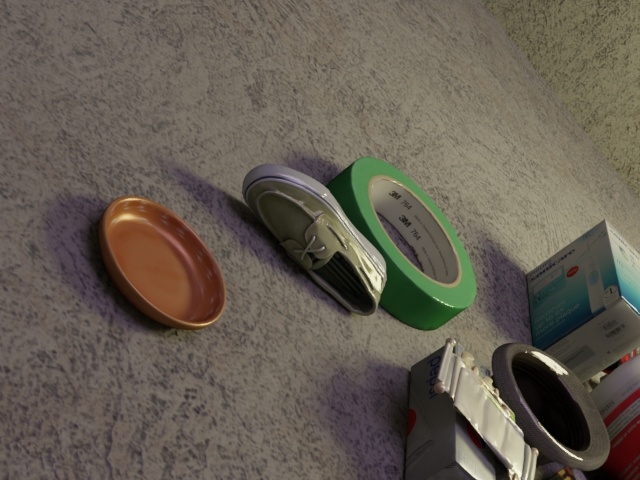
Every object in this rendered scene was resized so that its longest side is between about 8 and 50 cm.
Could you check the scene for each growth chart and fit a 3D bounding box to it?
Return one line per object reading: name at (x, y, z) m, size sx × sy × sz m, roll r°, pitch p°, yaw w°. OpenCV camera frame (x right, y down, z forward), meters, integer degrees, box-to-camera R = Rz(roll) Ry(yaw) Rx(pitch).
growth chart at (0.246, 0.258, 1.690) m, size 0.237 × 0.021 × 0.172 m, roll 52°, pitch 24°, yaw -2°

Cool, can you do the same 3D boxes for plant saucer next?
plant saucer at (-0.205, 0.033, 1.461) m, size 0.200 × 0.037 × 0.200 m, roll 39°, pitch 28°, yaw -25°

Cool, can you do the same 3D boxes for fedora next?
fedora at (0.344, 0.294, 1.904) m, size 0.275 × 0.124 × 0.243 m, roll 12°, pitch 45°, yaw -52°

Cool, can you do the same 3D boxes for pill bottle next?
pill bottle at (0.657, 0.411, 2.061) m, size 0.407 × 0.229 × 0.229 m, roll 49°, pitch 23°, yaw 24°

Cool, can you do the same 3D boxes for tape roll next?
tape roll at (0.140, 0.003, 2.013) m, size 0.321 × 0.077 × 0.321 m, roll 37°, pitch 29°, yaw -25°

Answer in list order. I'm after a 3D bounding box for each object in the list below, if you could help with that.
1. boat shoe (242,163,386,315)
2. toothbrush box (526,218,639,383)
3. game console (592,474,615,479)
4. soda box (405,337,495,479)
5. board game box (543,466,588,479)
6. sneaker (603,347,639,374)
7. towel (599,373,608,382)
boat shoe at (0.000, 0.000, 1.759) m, size 0.302 × 0.109 × 0.094 m, roll 40°, pitch 30°, yaw -28°
toothbrush box at (0.548, 0.125, 2.351) m, size 0.126 × 0.216 × 0.295 m, roll 43°, pitch 28°, yaw -17°
game console at (0.524, 0.485, 2.025) m, size 0.122 × 0.071 × 0.107 m, roll 54°, pitch -21°, yaw -19°
soda box at (0.192, 0.278, 1.712) m, size 0.091 × 0.098 × 0.286 m, roll 44°, pitch 27°, yaw -19°
board game box at (0.408, 0.463, 1.882) m, size 0.243 × 0.042 × 0.165 m, roll -4°, pitch 59°, yaw -60°
sneaker at (0.601, 0.219, 2.397) m, size 0.118 × 0.107 × 0.279 m, roll -1°, pitch 14°, yaw -14°
towel at (0.736, 0.443, 2.428) m, size 0.317 × 0.053 × 0.331 m, roll 19°, pitch 39°, yaw -48°
